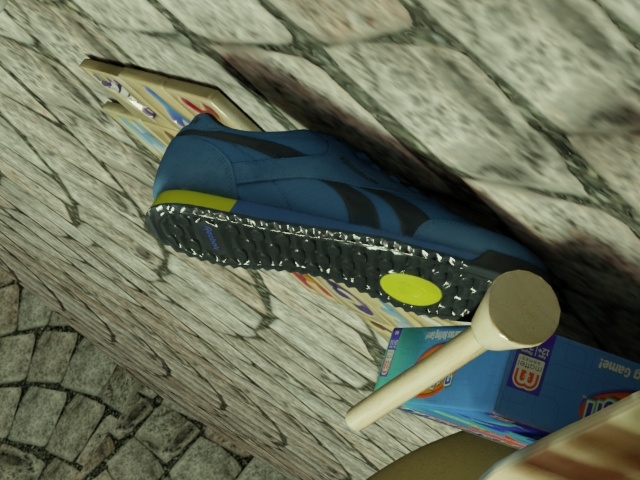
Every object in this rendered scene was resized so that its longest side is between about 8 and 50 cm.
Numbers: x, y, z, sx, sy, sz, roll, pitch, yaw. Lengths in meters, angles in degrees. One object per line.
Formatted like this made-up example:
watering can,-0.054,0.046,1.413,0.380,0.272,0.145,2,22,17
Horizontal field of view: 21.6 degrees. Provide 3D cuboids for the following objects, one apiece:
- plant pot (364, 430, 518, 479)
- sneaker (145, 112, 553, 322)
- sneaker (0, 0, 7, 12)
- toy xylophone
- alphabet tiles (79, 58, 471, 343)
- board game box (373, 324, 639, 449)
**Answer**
plant pot,0.137,0.245,1.237,0.284,0.191,0.284,34,168,8
sneaker,0.019,-0.019,0.839,0.209,0.082,0.069,14,150,13
sneaker,-0.246,-0.183,0.895,0.235,0.090,0.095,36,-177,18
toy xylophone,0.133,0.114,0.687,0.236,0.081,0.323,17,154,-7
alphabet tiles,0.000,0.000,1.080,0.342,0.011,0.285,42,167,-34
board game box,0.130,0.088,0.854,0.160,0.047,0.210,19,173,-10
